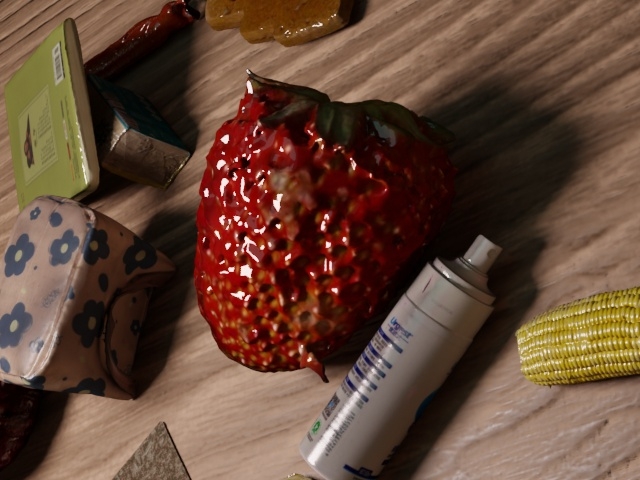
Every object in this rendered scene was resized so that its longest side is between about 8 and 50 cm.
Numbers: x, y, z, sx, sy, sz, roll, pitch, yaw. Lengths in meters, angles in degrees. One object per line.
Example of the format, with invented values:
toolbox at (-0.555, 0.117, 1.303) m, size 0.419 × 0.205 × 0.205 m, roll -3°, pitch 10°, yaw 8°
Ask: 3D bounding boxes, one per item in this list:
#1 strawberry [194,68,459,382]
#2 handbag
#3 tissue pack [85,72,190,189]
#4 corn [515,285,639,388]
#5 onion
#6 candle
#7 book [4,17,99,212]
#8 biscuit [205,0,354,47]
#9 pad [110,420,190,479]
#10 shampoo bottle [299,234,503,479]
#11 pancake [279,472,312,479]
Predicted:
strawberry at (0.000, 0.000, 1.512) m, size 0.292 × 0.292 × 0.343 m, roll 21°, pitch 104°, yaw 48°
handbag at (-0.320, 0.088, 1.823) m, size 0.190 × 0.193 × 0.251 m, roll 9°, pitch 76°, yaw 41°
tissue pack at (-0.277, -0.153, 1.949) m, size 0.082 × 0.120 × 0.169 m, roll -56°, pitch 44°, yaw 15°
corn at (0.264, 0.096, 1.324) m, size 0.165 × 0.063 × 0.085 m, roll -21°, pitch 81°, yaw 40°
onion at (-0.503, 0.252, 1.920) m, size 0.207 × 0.216 × 0.206 m, roll 9°, pitch 81°, yaw 39°
candle at (-0.304, -0.286, 2.096) m, size 0.329 × 0.048 × 0.051 m, roll -27°, pitch 13°, yaw 35°
book at (-0.395, -0.160, 1.995) m, size 0.352 × 0.035 × 0.239 m, roll -20°, pitch 78°, yaw 63°
biscuit at (-0.037, -0.359, 1.862) m, size 0.278 × 0.043 × 0.301 m, roll -47°, pitch 46°, yaw 15°
pad at (-0.206, 0.358, 1.715) m, size 0.158 × 0.003 × 0.235 m, roll -50°, pitch 43°, yaw 16°
shampoo bottle at (0.096, 0.124, 1.459) m, size 0.303 × 0.092 × 0.092 m, roll -56°, pitch 42°, yaw 8°
pancake at (-0.033, 0.333, 1.538) m, size 0.139 × 0.022 × 0.139 m, roll -21°, pitch 58°, yaw 38°
